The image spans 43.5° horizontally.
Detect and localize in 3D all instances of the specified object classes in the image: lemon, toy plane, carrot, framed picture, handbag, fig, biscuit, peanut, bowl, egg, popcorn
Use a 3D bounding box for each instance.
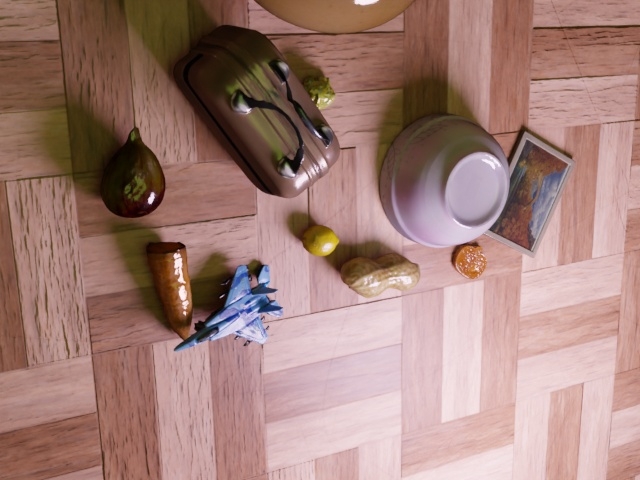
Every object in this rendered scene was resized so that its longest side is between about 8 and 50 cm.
[{"bbox_3d":[0.000,0.000,1.584,0.083,0.062,0.062,3,101,-30],"label":"lemon"},{"bbox_3d":[-0.177,0.147,1.513,0.246,0.078,0.169,-27,113,-27],"label":"toy plane"},{"bbox_3d":[-0.268,0.098,1.474,0.072,0.072,0.205,-18,118,-23],"label":"carrot"},{"bbox_3d":[0.474,-0.102,1.833,0.184,0.016,0.250,24,91,-30],"label":"framed picture"},{"bbox_3d":[-0.092,-0.211,1.354,0.149,0.283,0.302,-42,117,-15],"label":"handbag"},{"bbox_3d":[-0.320,-0.116,1.364,0.109,0.103,0.155,-26,124,-44],"label":"fig"},{"bbox_3d":[0.337,0.044,1.798,0.091,0.015,0.078,37,82,-30],"label":"biscuit"},{"bbox_3d":[0.128,0.073,1.659,0.192,0.089,0.089,-4,104,-26],"label":"peanut"},{"bbox_3d":[0.280,-0.115,1.656,0.286,0.143,0.287,-7,106,-27],"label":"bowl"},{"bbox_3d":[0.019,-0.498,1.332,0.373,0.301,0.301,-10,107,-18],"label":"egg"},{"bbox_3d":[-0.001,-0.278,1.518,0.083,0.068,0.060,-52,155,-49],"label":"popcorn"}]
